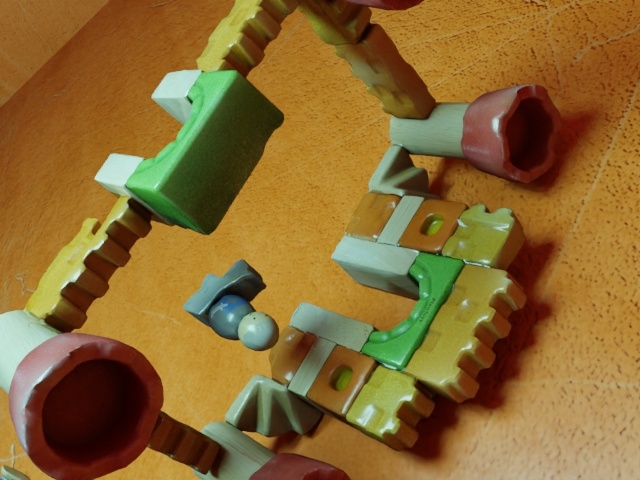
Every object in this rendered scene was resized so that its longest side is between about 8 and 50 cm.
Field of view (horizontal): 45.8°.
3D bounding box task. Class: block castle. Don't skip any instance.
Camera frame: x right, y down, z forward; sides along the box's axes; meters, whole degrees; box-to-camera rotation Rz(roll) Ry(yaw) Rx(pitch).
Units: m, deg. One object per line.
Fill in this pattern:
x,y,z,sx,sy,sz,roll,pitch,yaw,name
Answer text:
0.000,0.000,0.584,0.213,0.303,0.453,13,67,50,block castle

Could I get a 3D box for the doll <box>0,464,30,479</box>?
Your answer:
-0.407,0.360,0.876,0.189,0.046,0.129,-54,35,-11,doll
